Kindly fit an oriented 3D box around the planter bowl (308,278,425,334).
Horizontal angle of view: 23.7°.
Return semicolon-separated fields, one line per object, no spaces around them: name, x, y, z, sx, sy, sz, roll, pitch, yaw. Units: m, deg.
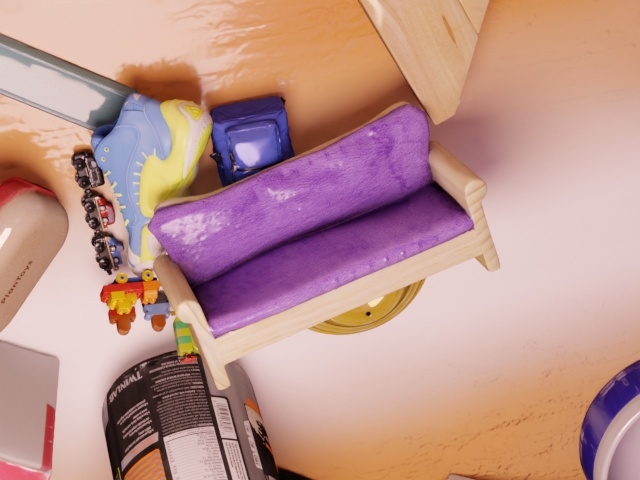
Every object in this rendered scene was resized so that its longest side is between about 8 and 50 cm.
planter bowl;0.040;0.036;1.854;0.217;0.090;0.217;-4;113;-9

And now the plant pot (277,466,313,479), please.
plant pot;-0.038;0.405;1.959;0.167;0.187;0.188;7;112;-26

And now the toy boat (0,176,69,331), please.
toy boat;-0.410;0.014;1.753;0.151;0.151;0.231;36;92;16

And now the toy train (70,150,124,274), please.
toy train;-0.261;-0.033;1.808;0.036;0.027;0.158;-17;115;-14

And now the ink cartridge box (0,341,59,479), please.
ink cartridge box;-0.447;0.337;1.794;0.160;0.279;0.385;19;109;-16

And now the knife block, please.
knife block;0.067;-0.290;1.720;0.242;0.088;0.276;10;111;-13

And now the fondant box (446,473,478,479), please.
fondant box;0.224;0.427;1.883;0.238;0.330;0.096;12;113;17

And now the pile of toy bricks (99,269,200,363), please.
pile of toy bricks;-0.154;0.094;1.813;0.212;0.118;0.105;-5;69;-18

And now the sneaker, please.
sneaker;-0.210;-0.074;1.770;0.126;0.091;0.240;25;121;3

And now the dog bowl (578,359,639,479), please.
dog bowl;0.482;0.281;2.028;0.265;0.104;0.265;-3;113;-8

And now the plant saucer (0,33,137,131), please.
plant saucer;-0.309;-0.176;1.743;0.192;0.018;0.067;21;108;-19

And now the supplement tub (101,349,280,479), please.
supplement tub;-0.142;0.298;1.793;0.193;0.316;0.194;-10;136;-10

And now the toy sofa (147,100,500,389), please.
toy sofa;0.000;0.000;1.691;0.362;0.150;0.177;-23;116;-7

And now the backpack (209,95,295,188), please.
backpack;-0.078;-0.093;1.774;0.098;0.101;0.120;-8;116;1
